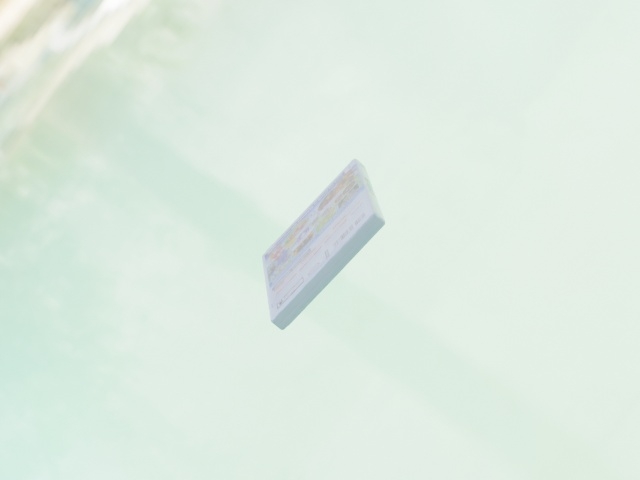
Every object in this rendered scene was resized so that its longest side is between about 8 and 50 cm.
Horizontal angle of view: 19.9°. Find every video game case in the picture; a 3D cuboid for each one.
[{"bbox_3d":[0.000,0.000,1.079,0.087,0.011,0.122,-47,15,10],"label":"video game case"}]
